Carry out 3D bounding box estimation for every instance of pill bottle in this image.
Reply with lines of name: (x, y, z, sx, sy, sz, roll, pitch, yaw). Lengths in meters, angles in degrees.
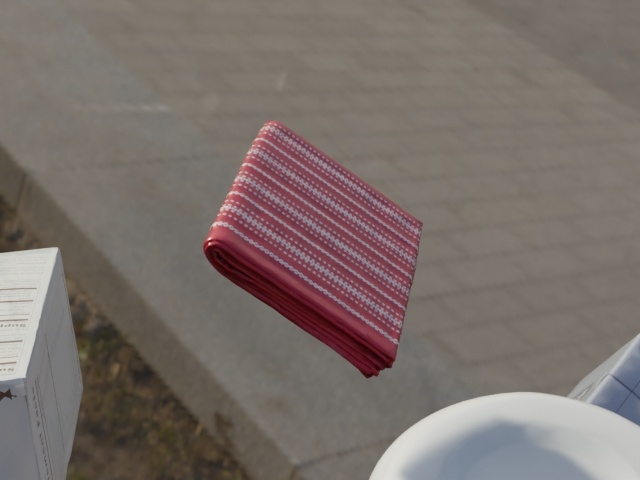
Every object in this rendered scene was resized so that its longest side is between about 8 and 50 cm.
pill bottle: (0.107, 0.253, 0.831, 0.181, 0.323, 0.181, 1, 37, -1)

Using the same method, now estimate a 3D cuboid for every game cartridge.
game cartridge: (0.172, 0.209, 1.220, 0.062, 0.198, 0.297, 44, 67, 3)

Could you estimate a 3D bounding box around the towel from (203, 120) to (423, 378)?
towel: (0.000, 0.000, 1.391, 0.199, 0.031, 0.275, 35, 28, -9)

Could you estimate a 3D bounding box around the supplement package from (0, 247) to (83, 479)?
supplement package: (-0.263, 0.115, 1.127, 0.134, 0.139, 0.244, -6, 20, -2)
